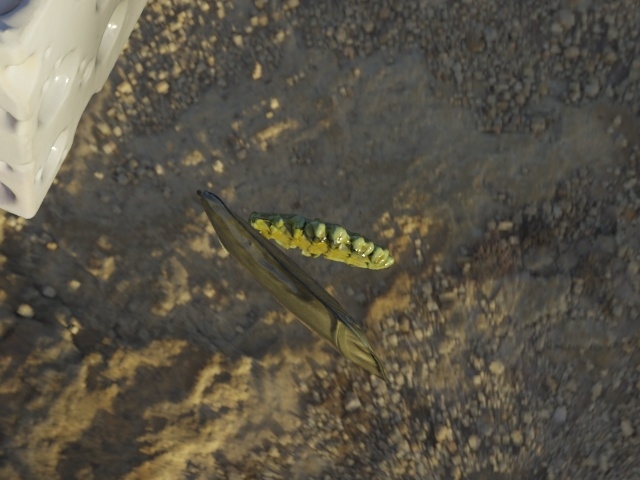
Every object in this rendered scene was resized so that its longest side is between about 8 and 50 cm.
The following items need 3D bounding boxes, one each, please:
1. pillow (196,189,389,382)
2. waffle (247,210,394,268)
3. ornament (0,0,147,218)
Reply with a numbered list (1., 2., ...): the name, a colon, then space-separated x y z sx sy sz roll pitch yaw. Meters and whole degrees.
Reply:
1. pillow: -0.024 0.041 0.937 0.033 0.130 0.217 -46 64 -8
2. waffle: 0.000 0.000 1.461 0.183 0.169 0.036 10 78 42
3. ornament: -0.253 -0.200 0.727 0.240 0.240 0.239 23 64 -3
